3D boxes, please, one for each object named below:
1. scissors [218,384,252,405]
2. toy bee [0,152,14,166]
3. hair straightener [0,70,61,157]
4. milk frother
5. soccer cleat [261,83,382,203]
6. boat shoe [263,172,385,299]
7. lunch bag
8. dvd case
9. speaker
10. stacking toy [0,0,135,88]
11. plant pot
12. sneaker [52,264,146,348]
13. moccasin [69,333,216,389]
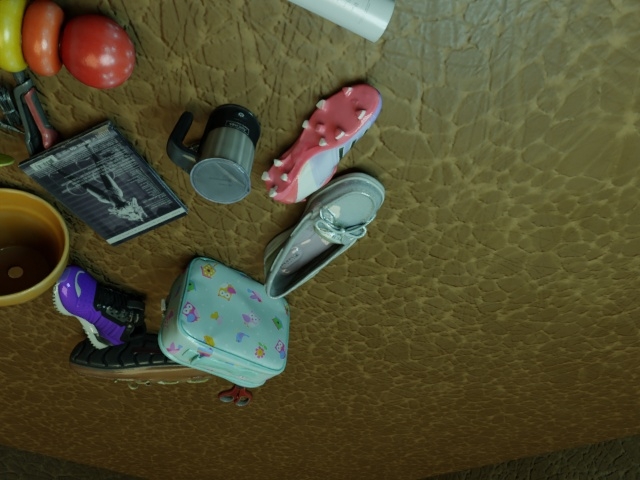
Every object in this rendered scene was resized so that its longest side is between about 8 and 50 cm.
[{"bbox_3d":[-0.245,0.462,1.399,0.109,0.021,0.297,19,134,-15],"label":"scissors"},{"bbox_3d":[-0.573,-0.149,0.616,0.195,0.162,0.298,-7,142,-5],"label":"toy bee"},{"bbox_3d":[-0.461,-0.176,0.674,0.089,0.047,0.230,5,143,-3],"label":"hair straightener"},{"bbox_3d":[-0.164,-0.113,0.674,0.129,0.135,0.143,8,137,-6],"label":"milk frother"},{"bbox_3d":[0.008,-0.144,0.692,0.248,0.083,0.095,-40,153,31],"label":"soccer cleat"},{"bbox_3d":[-0.003,0.000,0.816,0.118,0.103,0.320,30,131,-28],"label":"boat shoe"},{"bbox_3d":[-0.199,0.178,0.930,0.279,0.224,0.108,31,130,-30],"label":"lunch bag"},{"bbox_3d":[-0.360,-0.087,0.759,0.164,0.018,0.221,-22,138,6],"label":"dvd case"},{"bbox_3d":[0.019,-0.293,0.530,0.136,0.055,0.055,17,135,-17],"label":"speaker"},{"bbox_3d":[-0.398,-0.263,0.523,0.330,0.141,0.141,6,139,-22],"label":"stacking toy"},{"bbox_3d":[-0.583,0.036,0.820,0.205,0.205,0.188,20,150,-19],"label":"plant pot"},{"bbox_3d":[-0.481,0.147,1.006,0.146,0.102,0.293,-4,142,-1],"label":"sneaker"},{"bbox_3d":[-0.462,0.323,1.176,0.380,0.139,0.147,0,130,-13],"label":"moccasin"}]
